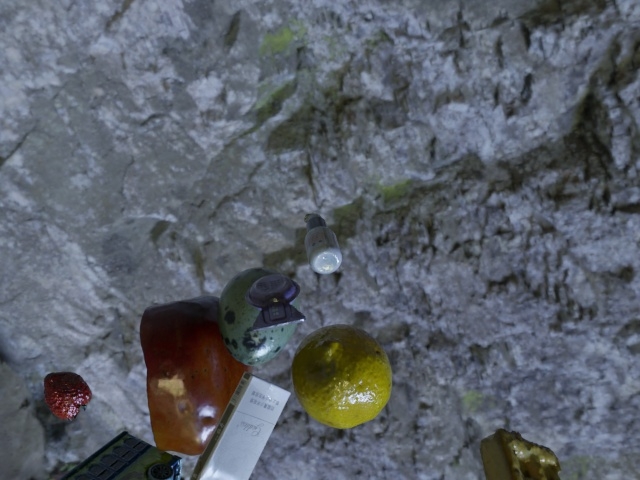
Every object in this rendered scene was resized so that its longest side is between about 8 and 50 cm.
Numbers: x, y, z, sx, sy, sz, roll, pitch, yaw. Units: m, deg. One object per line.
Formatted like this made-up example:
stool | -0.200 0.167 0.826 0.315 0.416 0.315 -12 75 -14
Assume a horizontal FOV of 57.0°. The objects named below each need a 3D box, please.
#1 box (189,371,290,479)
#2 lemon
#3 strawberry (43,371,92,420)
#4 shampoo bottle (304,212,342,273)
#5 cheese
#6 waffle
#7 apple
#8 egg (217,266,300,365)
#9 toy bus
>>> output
box | -0.133 0.329 0.999 0.109 0.029 0.198 38 74 -44
lemon | 0.044 0.305 1.348 0.253 0.228 0.228 45 30 -40
strawberry | -0.792 0.480 1.843 0.131 0.131 0.148 -83 158 -59
shampoo bottle | 0.000 0.000 1.325 0.192 0.074 0.074 -104 174 -60
cheese | -0.086 0.109 1.084 0.191 0.105 0.042 -111 -169 -68
waffle | 0.323 0.424 0.862 0.168 0.057 0.274 27 41 -37
apple | -0.300 0.308 1.389 0.329 0.295 0.365 6 75 -40
egg | -0.133 0.163 1.260 0.228 0.177 0.177 -87 159 -44
toy bus | -0.442 0.552 1.210 0.312 0.190 0.152 -29 136 -65
